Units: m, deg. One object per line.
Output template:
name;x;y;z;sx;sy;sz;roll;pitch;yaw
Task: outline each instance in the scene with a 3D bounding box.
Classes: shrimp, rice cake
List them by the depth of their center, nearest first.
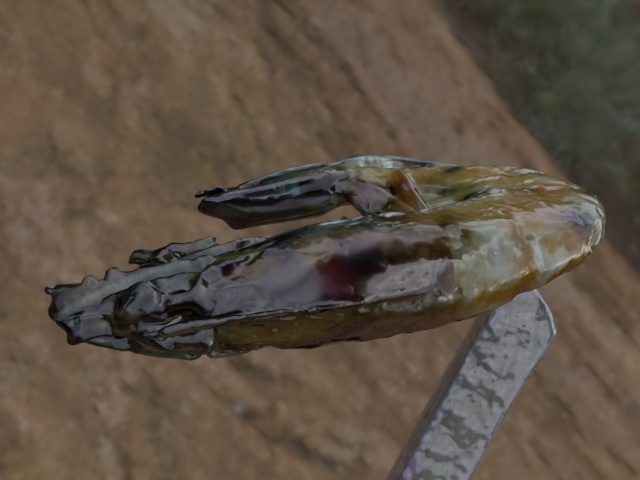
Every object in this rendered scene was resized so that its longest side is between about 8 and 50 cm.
shrimp;0.000;0.000;1.101;0.365;0.071;0.233;-11;23;-20
rice cake;0.073;0.204;1.366;0.064;0.399;0.070;27;13;-4
